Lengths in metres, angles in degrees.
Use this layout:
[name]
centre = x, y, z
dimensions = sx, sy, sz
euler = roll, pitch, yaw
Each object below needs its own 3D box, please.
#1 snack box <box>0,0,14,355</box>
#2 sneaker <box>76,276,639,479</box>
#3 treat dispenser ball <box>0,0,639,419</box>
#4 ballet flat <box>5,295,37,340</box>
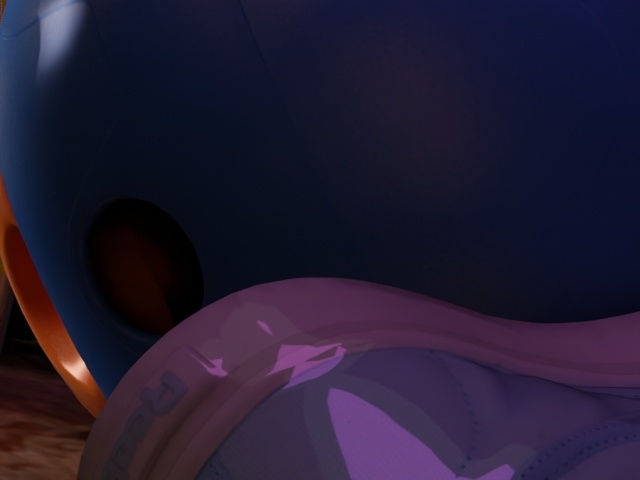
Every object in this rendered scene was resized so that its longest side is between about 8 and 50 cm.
[snack box]
centre = -0.218, -0.045, 0.801
dimensions = 0.207, 0.174, 0.070
euler = 12, 7, -5
[sneaker]
centre = 0.106, 0.102, 0.559
dimensions = 0.366, 0.135, 0.150
euler = 2, 31, -44
[treat dispenser ball]
centre = 0.023, -0.036, 0.716
dimensions = 0.288, 0.288, 0.288
euler = 13, 7, -2
[ballet flat]
centre = -0.185, 0.000, 0.891
dimensions = 0.250, 0.058, 0.084
euler = 9, -28, -9
